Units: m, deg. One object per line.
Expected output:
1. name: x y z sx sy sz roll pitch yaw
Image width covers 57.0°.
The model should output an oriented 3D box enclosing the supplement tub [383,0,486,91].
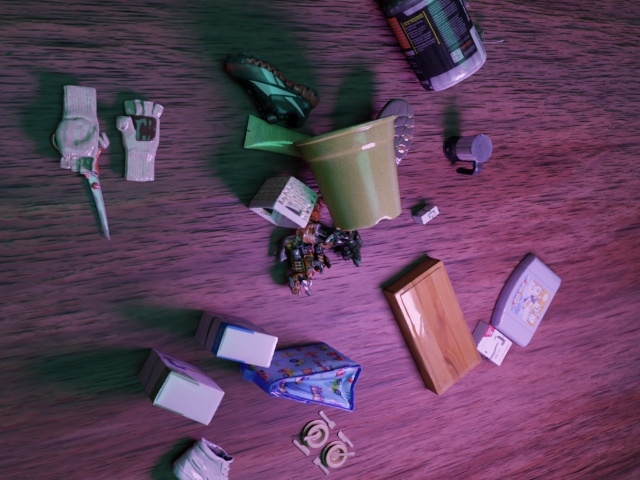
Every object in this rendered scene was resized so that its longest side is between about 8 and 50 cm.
1. supplement tub: 0.315 -0.619 1.683 0.207 0.207 0.338 -41 114 -16

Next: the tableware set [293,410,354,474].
1. tableware set: 0.021 0.634 1.820 0.128 0.039 0.194 -45 114 -14

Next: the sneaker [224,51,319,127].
1. sneaker: -0.135 -0.384 1.545 0.276 0.098 0.135 25 79 -29

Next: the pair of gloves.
1. pair of gloves: -0.498 -0.251 1.401 0.240 0.042 0.204 7 91 -34

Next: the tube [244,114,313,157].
1. tube: -0.089 -0.271 1.618 0.240 0.070 0.062 11 130 -24

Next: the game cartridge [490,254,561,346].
1. game cartridge: 0.734 0.213 2.115 0.198 0.062 0.297 35 82 -31

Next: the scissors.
1. scissors: -0.540 -0.153 1.421 0.109 0.021 0.297 -31 109 -22

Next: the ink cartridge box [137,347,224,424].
1. ink cartridge box: -0.358 0.364 1.488 0.154 0.212 0.093 31 80 -27

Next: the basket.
1. basket: -0.099 -0.105 1.578 0.113 0.167 0.103 33 76 -28

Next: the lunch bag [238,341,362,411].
1. lunch bag: -0.073 0.368 1.628 0.293 0.221 0.138 9 94 -28

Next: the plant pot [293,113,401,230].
1. plant pot: 0.093 -0.168 1.526 0.276 0.276 0.253 -20 102 -23

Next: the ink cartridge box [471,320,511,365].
1. ink cartridge box: 0.592 0.361 2.061 0.135 0.056 0.099 36 80 -26

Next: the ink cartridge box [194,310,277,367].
1. ink cartridge box: -0.225 0.254 1.544 0.148 0.203 0.085 18 87 -28

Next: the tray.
1. tray: 0.374 0.283 1.929 0.203 0.076 0.410 -33 112 -19

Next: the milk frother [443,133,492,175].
1. milk frother: 0.493 -0.282 1.866 0.143 0.135 0.129 -28 110 -21

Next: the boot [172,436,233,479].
1. boot: -0.280 0.659 1.637 0.123 0.095 0.258 -45 114 -7

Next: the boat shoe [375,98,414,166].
1. boat shoe: 0.157 -0.241 1.706 0.132 0.130 0.355 18 95 -25

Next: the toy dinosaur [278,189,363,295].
1. toy dinosaur: 0.000 0.000 1.659 0.219 0.164 0.321 10 115 -12

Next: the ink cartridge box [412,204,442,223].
1. ink cartridge box: 0.340 -0.087 1.867 0.083 0.048 0.028 -35 112 -20

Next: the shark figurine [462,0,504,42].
1. shark figurine: 0.432 -0.687 1.788 0.166 0.116 0.278 -41 112 -14
